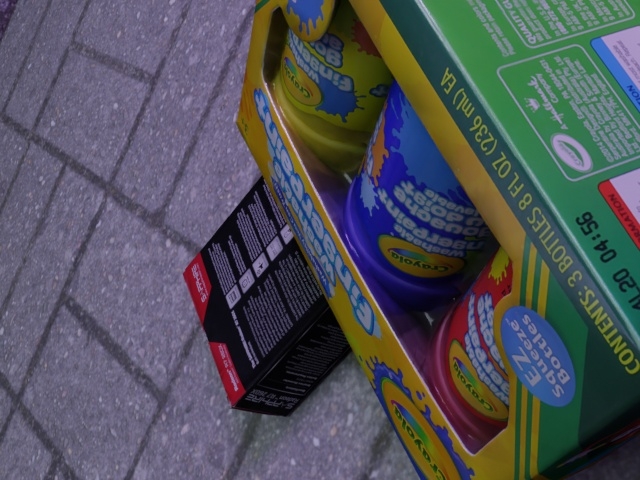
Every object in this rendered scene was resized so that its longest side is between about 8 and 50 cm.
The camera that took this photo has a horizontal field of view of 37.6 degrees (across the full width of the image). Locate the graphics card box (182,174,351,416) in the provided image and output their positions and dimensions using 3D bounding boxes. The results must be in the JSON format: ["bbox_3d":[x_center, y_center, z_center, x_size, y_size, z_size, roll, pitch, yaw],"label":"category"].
[{"bbox_3d":[0.000,0.000,1.092,0.371,0.094,0.233,-50,43,23],"label":"graphics card box"}]

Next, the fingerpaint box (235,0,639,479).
[{"bbox_3d":[0.103,-0.046,0.716,0.445,0.163,0.371,62,158,21],"label":"fingerpaint box"}]
